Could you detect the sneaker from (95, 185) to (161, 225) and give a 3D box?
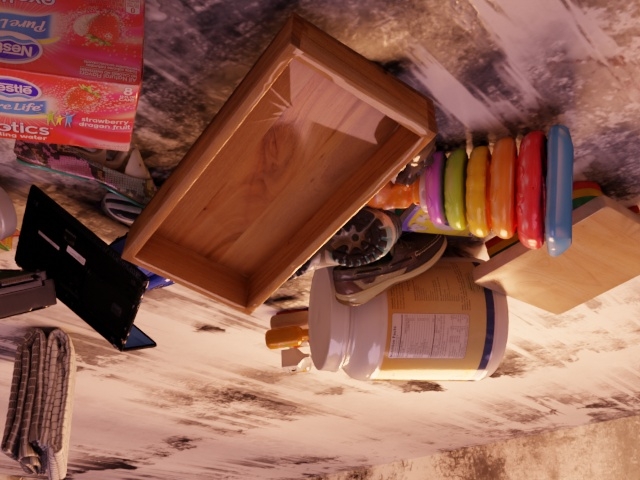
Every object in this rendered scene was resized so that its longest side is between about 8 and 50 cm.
[{"bbox_3d":[-0.226,-0.041,1.238,0.224,0.083,0.098,18,167,-28],"label":"sneaker"}]

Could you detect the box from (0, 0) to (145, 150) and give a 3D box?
[{"bbox_3d":[-0.319,-0.188,0.846,0.257,0.122,0.128,5,152,-17],"label":"box"}]

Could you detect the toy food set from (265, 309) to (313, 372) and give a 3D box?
[{"bbox_3d":[-0.034,0.206,1.698,0.104,0.111,0.232,-9,151,11],"label":"toy food set"}]

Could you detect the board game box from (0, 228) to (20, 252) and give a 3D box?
[{"bbox_3d":[-0.617,-0.006,1.284,0.259,0.039,0.124,-10,154,7],"label":"board game box"}]

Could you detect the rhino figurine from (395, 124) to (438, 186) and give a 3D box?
[{"bbox_3d":[0.039,-0.132,1.065,0.243,0.073,0.106,1,144,-4],"label":"rhino figurine"}]

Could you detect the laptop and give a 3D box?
[{"bbox_3d":[-0.352,0.051,1.290,0.234,0.136,0.264,37,129,10],"label":"laptop"}]

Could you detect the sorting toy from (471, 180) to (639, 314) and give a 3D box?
[{"bbox_3d":[0.422,0.007,1.360,0.257,0.089,0.255,21,138,-39],"label":"sorting toy"}]

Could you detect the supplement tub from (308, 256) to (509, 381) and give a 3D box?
[{"bbox_3d":[0.150,0.138,1.453,0.316,0.228,0.228,2,153,-12],"label":"supplement tub"}]

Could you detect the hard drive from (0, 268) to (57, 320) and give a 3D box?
[{"bbox_3d":[-0.584,0.094,1.237,0.237,0.064,0.339,-14,-172,-42],"label":"hard drive"}]

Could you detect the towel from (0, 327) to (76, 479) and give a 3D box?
[{"bbox_3d":[-0.596,0.354,1.737,0.121,0.283,0.235,4,152,-13],"label":"towel"}]

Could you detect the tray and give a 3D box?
[{"bbox_3d":[-0.066,-0.073,1.027,0.203,0.076,0.411,27,130,-23],"label":"tray"}]

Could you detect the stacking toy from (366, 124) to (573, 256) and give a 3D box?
[{"bbox_3d":[0.202,-0.071,1.154,0.302,0.165,0.175,1,170,18],"label":"stacking toy"}]

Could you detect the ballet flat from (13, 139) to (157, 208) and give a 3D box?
[{"bbox_3d":[-0.292,-0.105,1.078,0.221,0.079,0.077,22,-173,-40],"label":"ballet flat"}]

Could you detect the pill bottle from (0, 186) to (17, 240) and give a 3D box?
[{"bbox_3d":[-0.528,-0.008,1.105,0.117,0.117,0.208,-30,-179,42],"label":"pill bottle"}]

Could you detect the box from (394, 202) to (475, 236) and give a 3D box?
[{"bbox_3d":[0.220,-0.047,1.298,0.179,0.043,0.105,2,154,-16],"label":"box"}]

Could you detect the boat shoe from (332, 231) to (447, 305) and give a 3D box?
[{"bbox_3d":[0.115,0.026,1.324,0.223,0.080,0.073,-30,126,-21],"label":"boat shoe"}]

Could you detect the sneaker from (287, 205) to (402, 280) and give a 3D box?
[{"bbox_3d":[0.000,0.000,1.291,0.283,0.110,0.122,-2,-171,29],"label":"sneaker"}]

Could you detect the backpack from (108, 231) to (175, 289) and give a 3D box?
[{"bbox_3d":[-0.267,0.026,1.289,0.098,0.101,0.120,-27,169,30],"label":"backpack"}]
